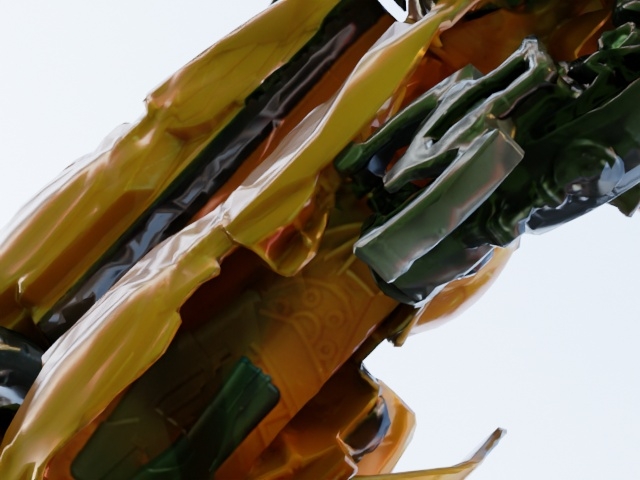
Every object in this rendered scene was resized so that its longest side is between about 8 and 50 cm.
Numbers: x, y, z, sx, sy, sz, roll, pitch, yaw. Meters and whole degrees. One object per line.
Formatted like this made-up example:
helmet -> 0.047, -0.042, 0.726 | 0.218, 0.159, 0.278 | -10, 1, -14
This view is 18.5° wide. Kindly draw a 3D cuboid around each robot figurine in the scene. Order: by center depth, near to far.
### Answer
robot figurine -> 0.000, 0.000, 0.450 | 0.291, 0.085, 0.211 | -44, -157, 3
